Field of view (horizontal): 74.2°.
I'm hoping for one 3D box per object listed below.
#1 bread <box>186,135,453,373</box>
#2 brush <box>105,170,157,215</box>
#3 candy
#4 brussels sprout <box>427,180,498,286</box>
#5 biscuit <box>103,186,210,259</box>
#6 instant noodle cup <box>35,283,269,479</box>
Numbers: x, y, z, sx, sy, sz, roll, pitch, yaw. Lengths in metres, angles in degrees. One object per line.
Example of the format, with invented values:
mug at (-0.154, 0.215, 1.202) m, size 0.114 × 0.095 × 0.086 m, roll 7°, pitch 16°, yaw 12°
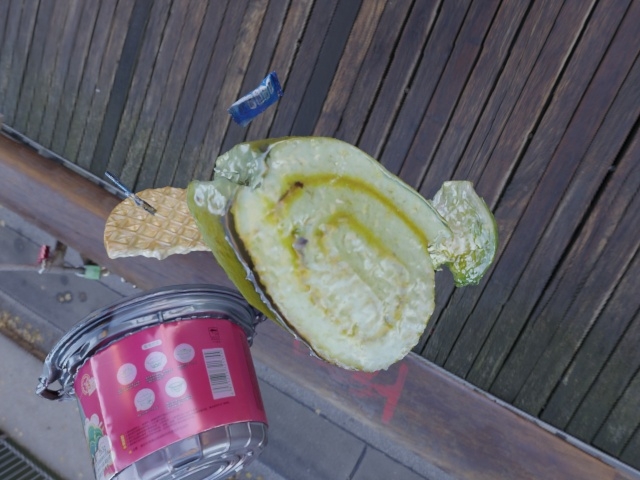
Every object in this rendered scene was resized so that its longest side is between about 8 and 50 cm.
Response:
bread at (0.000, 0.000, 0.418) m, size 0.257 × 0.124 × 0.186 m, roll 41°, pitch 79°, yaw -20°
brush at (-0.342, -0.089, 0.751) m, size 0.164 × 0.051 × 0.014 m, roll 33°, pitch 80°, yaw 33°
candy at (-0.142, -0.309, 0.948) m, size 0.136 × 0.088 × 0.038 m, roll -42°, pitch 76°, yaw -5°
brussels sprout at (0.227, -0.011, 0.693) m, size 0.139 × 0.100 × 0.181 m, roll 22°, pitch 113°, yaw 44°
biscuit at (-0.298, -0.043, 0.912) m, size 0.040 × 0.309 × 0.204 m, roll -60°, pitch 44°, yaw 37°
instant noodle cup at (-0.173, 0.198, 0.512) m, size 0.302 × 0.258 × 0.181 m, roll -27°, pitch 57°, yaw -2°
